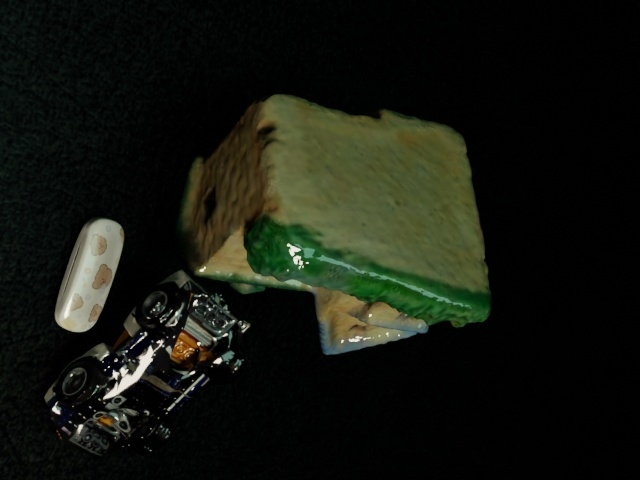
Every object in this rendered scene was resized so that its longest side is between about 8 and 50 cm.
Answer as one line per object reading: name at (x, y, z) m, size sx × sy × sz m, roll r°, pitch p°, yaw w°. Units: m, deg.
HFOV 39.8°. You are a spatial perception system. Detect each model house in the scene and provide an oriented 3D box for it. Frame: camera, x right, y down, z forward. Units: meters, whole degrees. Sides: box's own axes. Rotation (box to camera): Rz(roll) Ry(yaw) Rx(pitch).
model house at (0.000, 0.000, 1.338) m, size 0.382 × 0.343 × 0.334 m, roll 14°, pitch 57°, yaw -30°

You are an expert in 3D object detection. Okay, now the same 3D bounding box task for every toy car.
toy car at (-0.252, 0.182, 1.258) m, size 0.301 × 0.118 × 0.193 m, roll -42°, pitch 134°, yaw 1°

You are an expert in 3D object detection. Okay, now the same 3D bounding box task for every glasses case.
glasses case at (-0.321, 0.047, 1.230) m, size 0.063 × 0.041 × 0.164 m, roll 21°, pitch 88°, yaw -49°
